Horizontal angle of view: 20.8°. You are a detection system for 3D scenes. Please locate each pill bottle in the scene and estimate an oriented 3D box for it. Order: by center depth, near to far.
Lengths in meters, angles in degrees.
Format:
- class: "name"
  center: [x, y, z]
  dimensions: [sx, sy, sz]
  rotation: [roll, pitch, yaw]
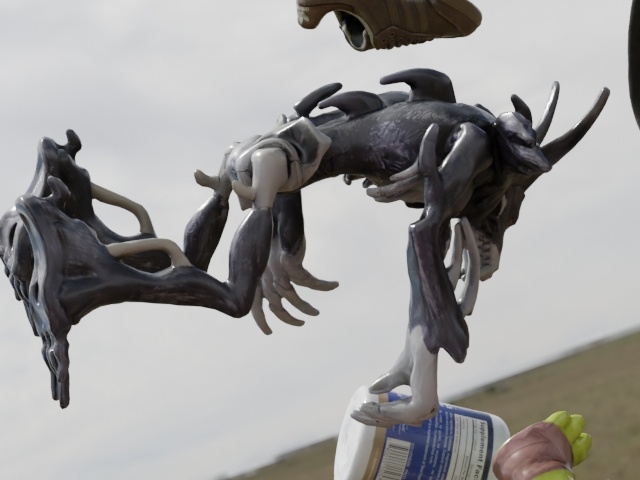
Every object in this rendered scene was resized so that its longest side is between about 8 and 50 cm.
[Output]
- class: "pill bottle"
  center: [0.073, 0.131, 1.040]
  dimensions: [0.120, 0.067, 0.067]
  rotation: [14, -15, -9]

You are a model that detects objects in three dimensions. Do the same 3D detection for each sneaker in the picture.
- class: "sneaker"
  center: [0.049, -0.179, 1.370]
  dimensions: [0.188, 0.071, 0.066]
  rotation: [16, 6, -43]

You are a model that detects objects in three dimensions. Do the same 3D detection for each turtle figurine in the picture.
- class: "turtle figurine"
  center: [0.173, 0.192, 0.870]
  dimensions: [0.087, 0.269, 0.217]
  rotation: [-46, 31, 3]

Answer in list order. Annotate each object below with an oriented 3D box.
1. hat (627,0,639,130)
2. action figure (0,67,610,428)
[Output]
- class: "hat"
  center: [0.364, -0.119, 1.090]
  dimensions: [0.331, 0.331, 0.134]
  rotation: [-25, -7, 35]
- class: "action figure"
  center: [0.000, 0.000, 0.785]
  dimensions: [0.275, 0.141, 0.164]
  rotation: [-11, 20, -18]
